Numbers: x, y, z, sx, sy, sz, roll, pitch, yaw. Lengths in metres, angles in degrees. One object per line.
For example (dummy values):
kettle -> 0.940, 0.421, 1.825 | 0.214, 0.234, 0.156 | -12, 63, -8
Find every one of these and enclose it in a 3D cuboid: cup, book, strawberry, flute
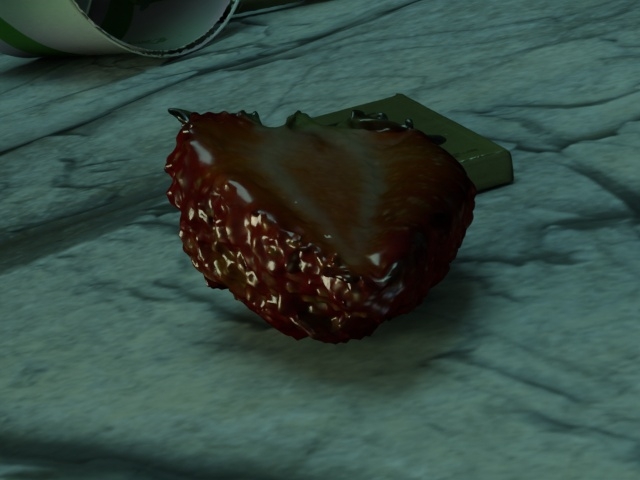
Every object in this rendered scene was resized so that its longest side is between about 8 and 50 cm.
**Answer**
cup -> -0.249, -0.298, 1.926 | 0.253, 0.253, 0.274 | -28, 14, -39
book -> 0.019, -0.053, 1.263 | 0.161, 0.026, 0.231 | -16, 17, -11
strawberry -> 0.016, 0.002, 0.992 | 0.174, 0.098, 0.228 | -4, 24, -26
flute -> -0.068, -0.256, 1.975 | 0.233, 0.027, 0.027 | -9, 18, 15
